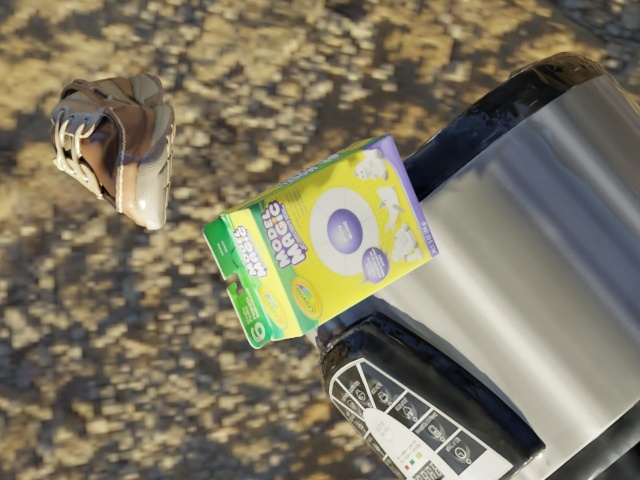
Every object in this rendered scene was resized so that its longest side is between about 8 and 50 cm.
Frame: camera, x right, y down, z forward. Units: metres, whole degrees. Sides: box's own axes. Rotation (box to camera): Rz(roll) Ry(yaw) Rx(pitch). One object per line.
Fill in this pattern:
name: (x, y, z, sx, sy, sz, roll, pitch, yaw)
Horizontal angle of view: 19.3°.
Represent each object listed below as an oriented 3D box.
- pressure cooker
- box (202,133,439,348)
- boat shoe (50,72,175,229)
pressure cooker: (0.227, 0.092, 1.648, 0.375, 0.370, 0.420, -43, 81, 21)
box: (0.000, 0.000, 1.395, 0.043, 0.179, 0.105, -12, 104, 53)
boat shoe: (-0.208, -0.089, 1.846, 0.116, 0.324, 0.123, 4, 103, -11)
